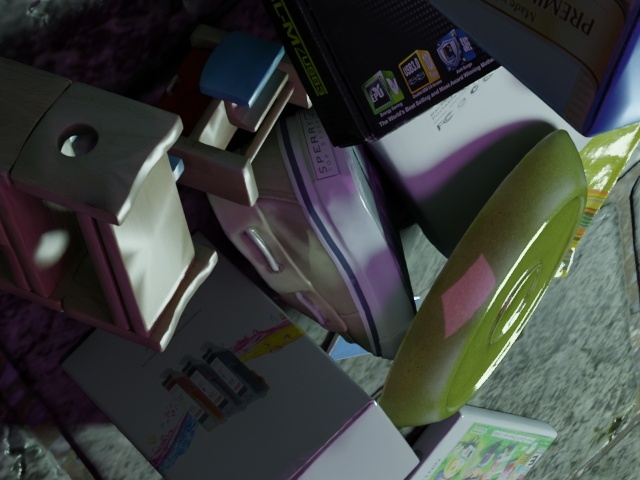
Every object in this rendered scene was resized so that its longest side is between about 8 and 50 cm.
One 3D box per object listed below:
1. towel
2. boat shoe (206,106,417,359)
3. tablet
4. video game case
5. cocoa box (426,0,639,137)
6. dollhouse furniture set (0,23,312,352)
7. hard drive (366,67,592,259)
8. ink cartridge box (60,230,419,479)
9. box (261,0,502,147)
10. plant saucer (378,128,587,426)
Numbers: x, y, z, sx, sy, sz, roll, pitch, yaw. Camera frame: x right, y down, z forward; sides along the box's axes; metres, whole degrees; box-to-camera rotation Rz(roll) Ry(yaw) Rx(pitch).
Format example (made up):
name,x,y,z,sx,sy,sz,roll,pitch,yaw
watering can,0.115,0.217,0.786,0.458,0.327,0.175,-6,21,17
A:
name,x,y,z,sx,sy,sz,roll,pitch,yaw
towel,0.215,-0.064,1.526,0.102,0.021,0.237,-8,133,-50
boat shoe,0.000,0.000,1.265,0.094,0.109,0.302,-15,152,7
tablet,0.039,0.066,1.472,0.083,0.006,0.054,-7,133,-50
video game case,0.110,0.234,1.759,0.193,0.023,0.212,-53,151,11
cocoa box,0.107,-0.246,0.815,0.231,0.347,0.228,-17,140,-39
dollhouse furniture set,-0.106,-0.066,1.027,0.184,0.129,0.129,-60,158,-28
hard drive,0.130,-0.122,1.263,0.233,0.047,0.353,-46,159,-2
ink cartridge box,-0.048,0.111,1.237,0.127,0.176,0.128,-44,151,-5
box,0.048,-0.171,1.029,0.190,0.045,0.184,-30,103,-25
plant saucer,0.121,0.036,1.344,0.241,0.037,0.241,-52,165,-20
